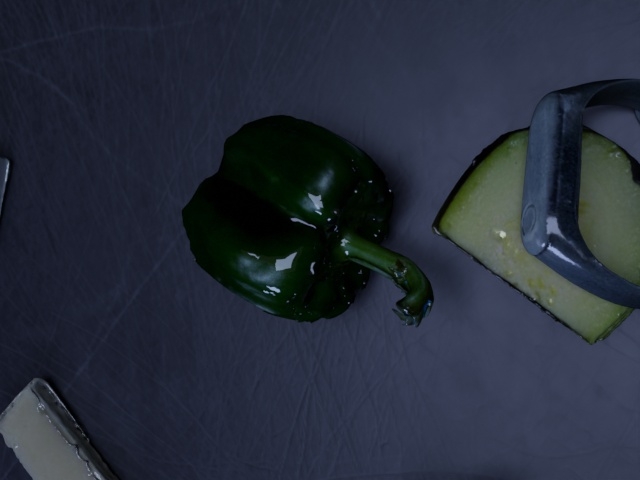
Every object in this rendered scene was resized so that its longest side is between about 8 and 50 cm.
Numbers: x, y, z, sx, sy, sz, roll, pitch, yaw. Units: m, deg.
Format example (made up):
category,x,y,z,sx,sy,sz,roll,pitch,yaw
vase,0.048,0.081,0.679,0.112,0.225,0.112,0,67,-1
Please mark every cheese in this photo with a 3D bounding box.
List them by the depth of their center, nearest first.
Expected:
category,x,y,z,sx,sy,sz,roll,pitch,yaw
cheese,-0.221,0.329,0.960,0.085,0.034,0.400,-43,78,13

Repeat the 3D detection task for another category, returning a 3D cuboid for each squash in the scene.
category,x,y,z,sx,sy,sz,roll,pitch,yaw
squash,0.216,-0.013,0.813,0.192,0.085,0.184,38,71,6

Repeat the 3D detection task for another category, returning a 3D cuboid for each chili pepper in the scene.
category,x,y,z,sx,sy,sz,roll,pitch,yaw
chili pepper,0.000,0.000,0.825,0.261,0.165,0.173,30,81,18

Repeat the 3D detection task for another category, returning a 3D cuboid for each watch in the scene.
category,x,y,z,sx,sy,sz,roll,pitch,yaw
watch,0.273,-0.046,0.755,0.193,0.068,0.206,10,73,-9

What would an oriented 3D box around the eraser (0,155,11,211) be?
category,x,y,z,sx,sy,sz,roll,pitch,yaw
eraser,-0.515,-0.075,1.021,0.287,0.086,0.130,14,94,17
